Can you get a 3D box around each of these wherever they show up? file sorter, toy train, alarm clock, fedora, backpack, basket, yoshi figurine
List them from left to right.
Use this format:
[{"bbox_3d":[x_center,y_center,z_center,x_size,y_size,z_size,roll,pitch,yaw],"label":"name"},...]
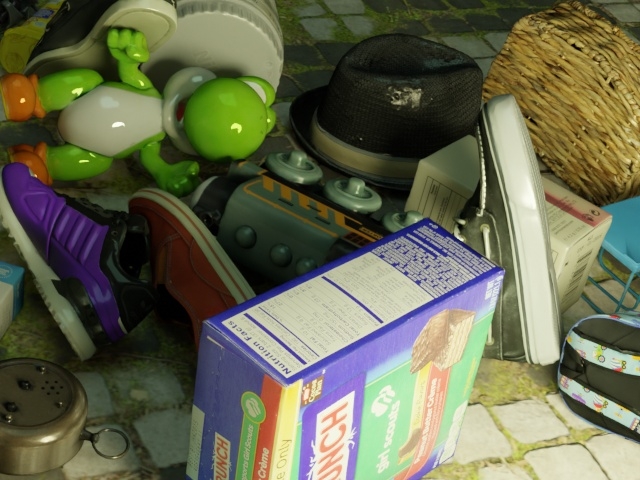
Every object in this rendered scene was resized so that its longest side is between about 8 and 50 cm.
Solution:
[{"bbox_3d":[-0.287,0.183,1.335,0.192,0.064,0.129,19,36,3],"label":"alarm clock"},{"bbox_3d":[-0.221,-0.155,1.667,0.362,0.203,0.203,-9,54,-15],"label":"yoshi figurine"},{"bbox_3d":[0.000,0.000,1.580,0.334,0.142,0.190,28,25,20],"label":"toy train"},{"bbox_3d":[0.126,-0.207,1.915,0.334,0.152,0.334,9,36,-7],"label":"fedora"},{"bbox_3d":[0.434,-0.226,1.952,0.223,0.213,0.299,-21,59,-37],"label":"basket"},{"bbox_3d":[0.425,0.021,1.744,0.170,0.104,0.118,-15,44,-34],"label":"file sorter"},{"bbox_3d":[0.374,0.155,1.515,0.173,0.158,0.117,19,26,28],"label":"backpack"}]

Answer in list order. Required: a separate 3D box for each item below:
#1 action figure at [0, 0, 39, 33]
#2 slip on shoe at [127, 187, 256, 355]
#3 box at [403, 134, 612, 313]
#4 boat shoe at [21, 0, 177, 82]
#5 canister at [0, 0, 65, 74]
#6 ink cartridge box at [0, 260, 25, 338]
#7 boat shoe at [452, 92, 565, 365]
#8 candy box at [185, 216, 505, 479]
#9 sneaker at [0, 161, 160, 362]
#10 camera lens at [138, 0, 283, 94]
[{"bbox_3d":[-0.545,-0.398,1.970,0.185,0.099,0.285,35,16,18],"label":"action figure"},{"bbox_3d":[-0.161,0.044,1.523,0.101,0.123,0.331,-31,45,-11],"label":"slip on shoe"},{"bbox_3d":[0.235,-0.011,1.688,0.232,0.148,0.127,34,40,25],"label":"box"},{"bbox_3d":[-0.303,-0.291,1.753,0.127,0.340,0.113,12,68,-30],"label":"boat shoe"},{"bbox_3d":[-0.387,-0.302,1.944,0.126,0.073,0.170,18,35,6],"label":"canister"},{"bbox_3d":[-0.407,0.088,1.419,0.104,0.060,0.180,16,36,3],"label":"ink cartridge box"},{"bbox_3d":[0.208,-0.002,1.523,0.119,0.335,0.121,-7,15,15],"label":"boat shoe"},{"bbox_3d":[0.022,0.156,1.291,0.317,0.268,0.122,-24,46,-39],"label":"candy box"},{"bbox_3d":[-0.273,0.002,1.507,0.146,0.102,0.293,-29,56,-8],"label":"sneaker"},{"bbox_3d":[-0.170,-0.314,1.904,0.219,0.219,0.274,4,37,-12],"label":"camera lens"}]
